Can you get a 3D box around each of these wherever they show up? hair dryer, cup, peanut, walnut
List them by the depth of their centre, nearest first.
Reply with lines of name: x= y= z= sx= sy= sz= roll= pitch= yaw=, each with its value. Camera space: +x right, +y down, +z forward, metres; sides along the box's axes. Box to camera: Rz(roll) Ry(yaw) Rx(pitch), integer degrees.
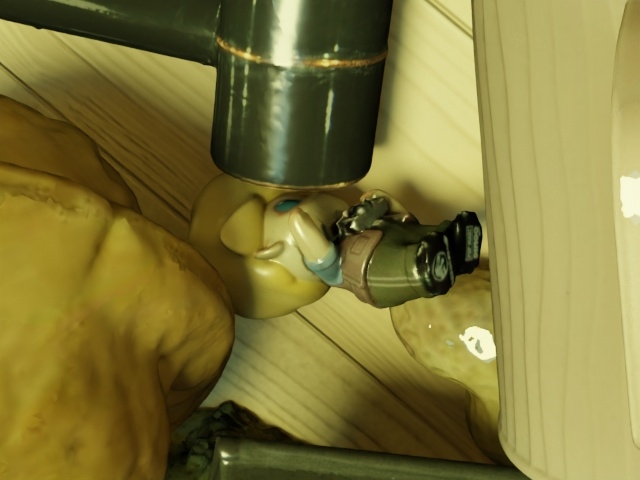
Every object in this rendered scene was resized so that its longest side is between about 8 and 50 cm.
cup: x=0.160 y=-0.018 z=0.455 sx=0.208 sy=0.288 sz=0.273 roll=9 pitch=110 yaw=48
walnut: x=-0.244 y=0.091 z=0.584 sx=0.384 sy=0.383 sz=0.383 roll=9 pitch=116 yaw=18
hair dryer: x=-0.120 y=-0.168 z=0.621 sx=0.352 sy=0.107 sz=0.189 roll=17 pitch=116 yaw=20
peanut: x=0.132 y=0.097 z=0.639 sx=0.104 sy=0.085 sz=0.228 roll=-34 pitch=96 yaw=40

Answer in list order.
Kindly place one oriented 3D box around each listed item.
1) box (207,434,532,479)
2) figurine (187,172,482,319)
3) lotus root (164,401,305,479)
box: x=0.087 y=0.279 z=0.566 sx=0.345 sy=0.204 sz=0.251 roll=7 pitch=135 yaw=-9
figurine: x=0.000 y=0.000 z=0.612 sx=0.196 sy=0.114 sz=0.108 roll=0 pitch=119 yaw=43
lotus root: x=-0.080 y=0.282 z=0.777 sx=0.267 sy=0.149 sz=0.260 roll=38 pitch=122 yaw=-1
